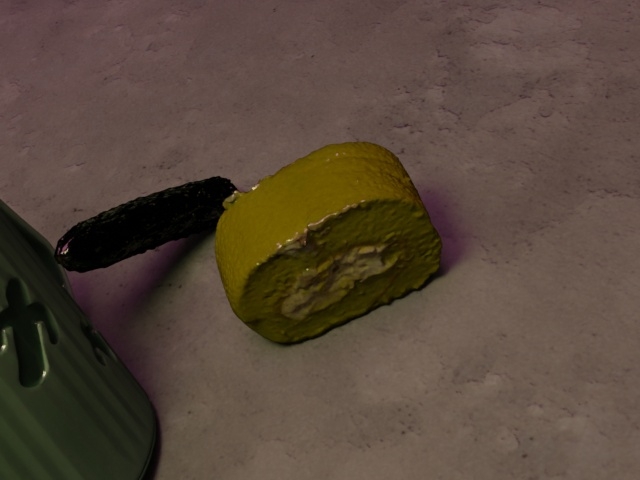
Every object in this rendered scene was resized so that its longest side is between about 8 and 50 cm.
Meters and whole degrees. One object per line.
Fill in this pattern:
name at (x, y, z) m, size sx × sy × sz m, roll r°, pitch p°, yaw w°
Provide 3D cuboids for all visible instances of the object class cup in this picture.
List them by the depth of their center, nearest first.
cup at (-0.411, 0.128, 1.045) m, size 0.310 × 0.392 × 0.401 m, roll -32°, pitch 38°, yaw -14°

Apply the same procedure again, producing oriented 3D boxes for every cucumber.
cucumber at (-0.231, -0.022, 1.227) m, size 0.081 × 0.072 × 0.303 m, roll 16°, pitch 25°, yaw 35°

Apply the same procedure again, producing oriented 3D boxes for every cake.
cake at (0.000, 0.000, 1.106) m, size 0.260 × 0.179 × 0.156 m, roll -26°, pitch 42°, yaw 0°
